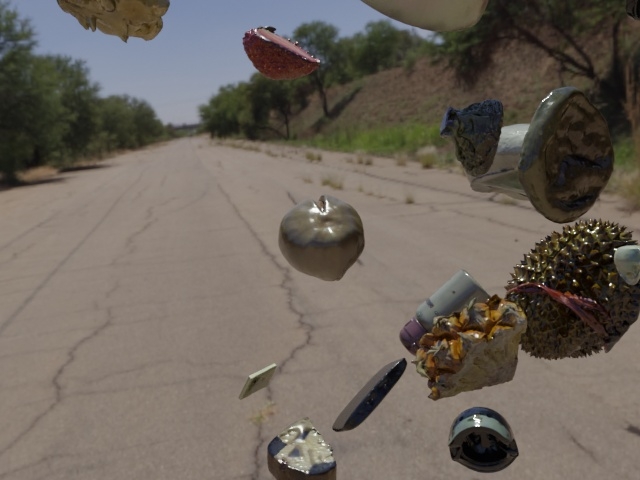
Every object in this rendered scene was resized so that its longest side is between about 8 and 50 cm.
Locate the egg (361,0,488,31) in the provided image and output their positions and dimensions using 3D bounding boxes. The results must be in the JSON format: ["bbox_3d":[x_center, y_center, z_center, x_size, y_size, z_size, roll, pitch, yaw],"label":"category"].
[{"bbox_3d":[0.168,-0.437,0.987,0.270,0.162,0.207,1,47,-22],"label":"egg"}]

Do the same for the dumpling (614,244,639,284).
[{"bbox_3d":[0.460,0.036,0.964,0.043,0.060,0.077,8,-8,-26],"label":"dumpling"}]

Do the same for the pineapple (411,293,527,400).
[{"bbox_3d":[0.292,0.204,1.213,0.236,0.186,0.115,-35,42,14],"label":"pineapple"}]

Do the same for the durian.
[{"bbox_3d":[0.628,0.131,1.621,0.384,0.348,0.347,-36,12,0],"label":"durian"}]

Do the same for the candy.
[{"bbox_3d":[0.617,-0.218,1.839,0.385,0.186,0.427,17,-7,-18],"label":"candy"}]

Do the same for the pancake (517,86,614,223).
[{"bbox_3d":[0.527,-0.179,1.379,0.294,0.295,0.049,-12,11,-31],"label":"pancake"}]

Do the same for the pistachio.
[{"bbox_3d":[0.000,0.000,0.927,0.124,0.125,0.185,-8,-7,-8],"label":"pistachio"}]

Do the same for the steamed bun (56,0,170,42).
[{"bbox_3d":[-0.386,-0.433,1.068,0.292,0.295,0.137,19,62,43],"label":"steamed bun"}]

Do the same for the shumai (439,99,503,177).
[{"bbox_3d":[0.228,-0.163,1.015,0.087,0.124,0.099,9,16,-2],"label":"shumai"}]

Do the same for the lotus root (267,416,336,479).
[{"bbox_3d":[-0.052,0.560,1.690,0.170,0.075,0.260,-9,22,-24],"label":"lotus root"}]

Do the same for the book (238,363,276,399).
[{"bbox_3d":[-0.163,0.369,1.702,0.014,0.077,0.111,36,26,23],"label":"book"}]

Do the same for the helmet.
[{"bbox_3d":[0.372,0.449,1.508,0.152,0.177,0.107,-12,43,16],"label":"helmet"}]

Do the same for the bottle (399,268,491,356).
[{"bbox_3d":[0.292,0.182,1.561,0.233,0.110,0.110,-43,7,7],"label":"bottle"}]

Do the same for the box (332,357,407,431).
[{"bbox_3d":[0.112,0.354,1.481,0.212,0.042,0.201,-46,-6,-16],"label":"box"}]

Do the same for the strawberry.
[{"bbox_3d":[-0.119,-0.488,1.747,0.175,0.107,0.236,9,30,-31],"label":"strawberry"}]

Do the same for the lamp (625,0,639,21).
[{"bbox_3d":[0.574,-0.528,1.399,0.130,0.109,0.371,-36,28,-13],"label":"lamp"}]
